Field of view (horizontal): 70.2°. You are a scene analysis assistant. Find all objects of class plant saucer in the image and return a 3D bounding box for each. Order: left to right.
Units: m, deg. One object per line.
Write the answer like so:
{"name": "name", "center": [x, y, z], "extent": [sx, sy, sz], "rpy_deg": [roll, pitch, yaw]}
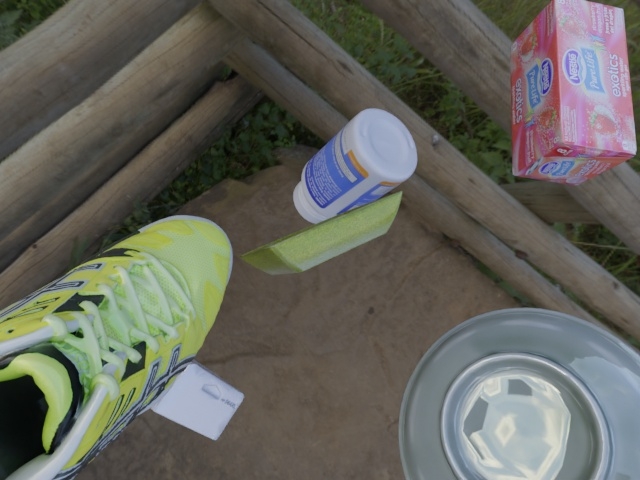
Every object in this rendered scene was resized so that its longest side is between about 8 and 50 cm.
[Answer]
{"name": "plant saucer", "center": [0.000, 0.000, 0.622], "extent": [0.188, 0.188, 0.045], "rpy_deg": [-23, 93, -21]}
{"name": "plant saucer", "center": [0.288, 0.276, 0.650], "extent": [0.400, 0.400, 0.100], "rpy_deg": [-58, 140, -8]}

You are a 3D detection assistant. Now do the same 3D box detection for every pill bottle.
{"name": "pill bottle", "center": [0.054, -0.134, 0.934], "extent": [0.152, 0.272, 0.152], "rpy_deg": [13, 64, -29]}

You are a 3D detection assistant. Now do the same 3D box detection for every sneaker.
{"name": "sneaker", "center": [-0.169, 0.092, 0.338], "extent": [0.145, 0.147, 0.384], "rpy_deg": [52, 38, -13]}

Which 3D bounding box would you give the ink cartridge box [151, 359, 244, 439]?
{"name": "ink cartridge box", "center": [-0.247, 0.225, 0.749], "extent": [0.086, 0.203, 0.148], "rpy_deg": [-57, 134, -19]}

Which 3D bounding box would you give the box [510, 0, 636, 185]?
{"name": "box", "center": [0.461, -0.274, 0.852], "extent": [0.142, 0.154, 0.300], "rpy_deg": [7, 76, -8]}
